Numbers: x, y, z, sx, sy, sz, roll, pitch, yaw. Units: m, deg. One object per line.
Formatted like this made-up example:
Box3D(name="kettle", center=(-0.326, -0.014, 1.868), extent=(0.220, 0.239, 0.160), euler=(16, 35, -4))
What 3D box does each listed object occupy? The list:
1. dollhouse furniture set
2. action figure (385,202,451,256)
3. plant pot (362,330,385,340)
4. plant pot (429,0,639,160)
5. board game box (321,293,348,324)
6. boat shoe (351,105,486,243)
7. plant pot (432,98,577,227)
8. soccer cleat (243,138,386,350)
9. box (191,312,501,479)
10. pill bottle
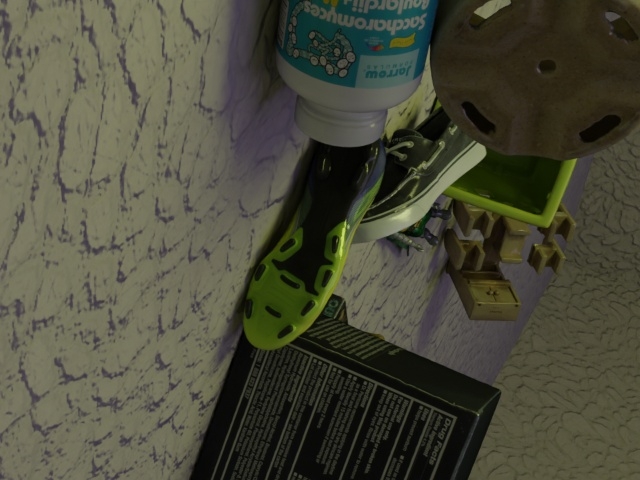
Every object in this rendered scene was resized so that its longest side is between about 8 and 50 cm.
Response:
Box3D(name="dollhouse furniture set", center=(0.337, 0.010, 2.227), extent=(0.161, 0.212, 0.242), euler=(-107, -156, -54))
Box3D(name="action figure", center=(0.146, -0.032, 1.812), extent=(0.137, 0.063, 0.232), euler=(-66, 160, 7))
Box3D(name="plant pot", center=(0.057, 0.174, 1.672), extent=(0.081, 0.081, 0.083), euler=(-6, 107, -71))
Box3D(name="plant pot", center=(0.239, -0.259, 1.193), extent=(0.333, 0.334, 0.305), euler=(95, 6, -45))
Box3D(name="board game box", center=(-0.013, 0.180, 1.642), extent=(0.186, 0.026, 0.126), euler=(-60, 162, -25))
Box3D(name="boat shoe", center=(0.120, -0.102, 1.588), extent=(0.301, 0.108, 0.102), euler=(-38, 116, -36))
Box3D(name="plant pot", center=(0.298, -0.163, 1.838), extent=(0.207, 0.228, 0.227), euler=(-18, 128, -76))
Box3D(name="soccer cleat", center=(0.001, 0.000, 1.349), extent=(0.289, 0.093, 0.121), euler=(-66, 165, -8))
Box3D(name="box", center=(0.025, 0.270, 1.413), extent=(0.296, 0.294, 0.183), euler=(-70, 163, 8))
Box3D(name="pill bottle", center=(0.036, -0.222, 1.083), extent=(0.146, 0.146, 0.264), euler=(-47, 153, -49))
